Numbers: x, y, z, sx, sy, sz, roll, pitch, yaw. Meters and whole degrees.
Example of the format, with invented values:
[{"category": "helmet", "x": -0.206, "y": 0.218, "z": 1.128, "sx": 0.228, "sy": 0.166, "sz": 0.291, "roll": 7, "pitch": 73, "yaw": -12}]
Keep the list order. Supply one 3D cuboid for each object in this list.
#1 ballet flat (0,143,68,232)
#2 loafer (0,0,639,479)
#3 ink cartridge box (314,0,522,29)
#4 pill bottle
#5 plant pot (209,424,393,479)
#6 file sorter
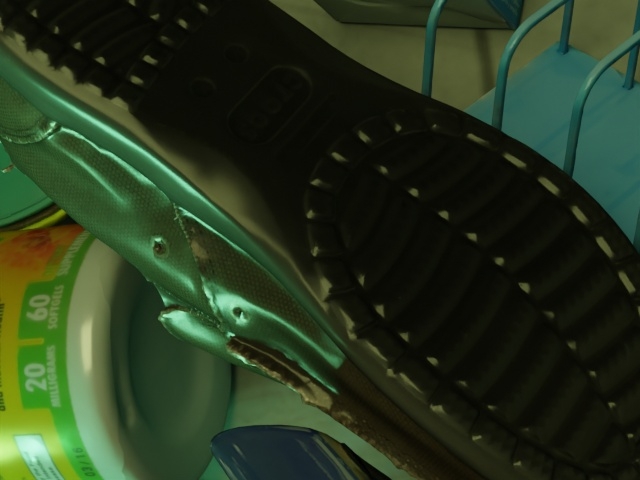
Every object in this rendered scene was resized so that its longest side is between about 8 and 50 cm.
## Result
[{"category": "ballet flat", "x": -0.211, "y": -0.025, "z": 0.984, "sx": 0.231, "sy": 0.077, "sz": 0.077, "roll": -9, "pitch": 74, "yaw": 21}, {"category": "loafer", "x": 0.000, "y": 0.000, "z": 0.778, "sx": 0.366, "sy": 0.130, "sz": 0.134, "roll": 40, "pitch": 58, "yaw": 14}, {"category": "ink cartridge box", "x": 0.059, "y": -0.203, "z": 0.916, "sx": 0.104, "sy": 0.061, "sz": 0.181, "roll": 7, "pitch": 79, "yaw": 26}, {"category": "pill bottle", "x": -0.182, "y": 0.066, "z": 0.911, "sx": 0.246, "sy": 0.136, "sz": 0.136, "roll": -5, "pitch": 74, "yaw": 24}, {"category": "plant pot", "x": -0.005, "y": 0.221, "z": 0.740, "sx": 0.212, "sy": 0.236, "sz": 0.236, "roll": -41, "pitch": 62, "yaw": 2}, {"category": "file sorter", "x": 0.139, "y": -0.055, "z": 0.786, "sx": 0.170, "sy": 0.104, "sz": 0.118, "roll": 34, "pitch": 54, "yaw": 28}]
